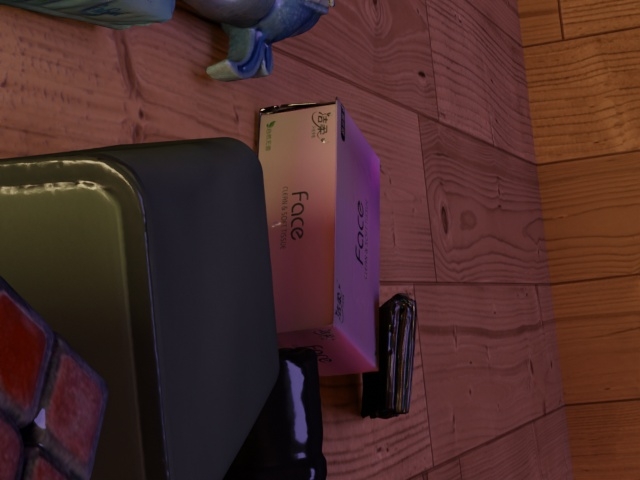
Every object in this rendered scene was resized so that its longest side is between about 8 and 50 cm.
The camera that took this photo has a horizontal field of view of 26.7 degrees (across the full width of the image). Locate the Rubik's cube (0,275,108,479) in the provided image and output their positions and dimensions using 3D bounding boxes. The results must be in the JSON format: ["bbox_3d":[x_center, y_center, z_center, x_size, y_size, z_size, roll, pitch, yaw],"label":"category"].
[{"bbox_3d":[-0.242,0.101,0.445,0.238,0.236,0.237,61,30,-48],"label":"Rubik's cube"}]

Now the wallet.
[{"bbox_3d":[0.069,0.130,1.452,0.230,0.042,0.124,128,-33,-78],"label":"wallet"}]

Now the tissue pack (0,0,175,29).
[{"bbox_3d":[-0.188,-0.248,0.933,0.263,0.089,0.177,-7,92,-70],"label":"tissue pack"}]

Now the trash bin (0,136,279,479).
[{"bbox_3d":[-0.123,0.050,0.836,0.343,0.158,0.223,-33,119,-76],"label":"trash bin"}]

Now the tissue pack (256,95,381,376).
[{"bbox_3d":[0.000,0.000,1.359,0.148,0.092,0.246,49,38,-60],"label":"tissue pack"}]

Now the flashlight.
[{"bbox_3d":[-0.034,0.303,1.161,0.103,0.103,0.424,8,77,-70],"label":"flashlight"}]

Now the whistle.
[{"bbox_3d":[-0.071,-0.236,1.275,0.269,0.093,0.180,2,81,-64],"label":"whistle"}]
